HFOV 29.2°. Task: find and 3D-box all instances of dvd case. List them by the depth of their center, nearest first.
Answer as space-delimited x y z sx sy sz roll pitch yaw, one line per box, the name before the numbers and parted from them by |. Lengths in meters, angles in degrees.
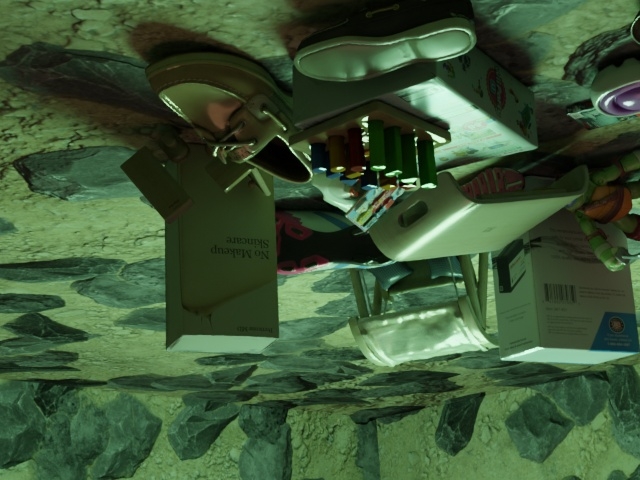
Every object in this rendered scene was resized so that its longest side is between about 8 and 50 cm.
dvd case | 0.444 -0.199 1.864 0.119 0.013 0.087 -16 159 32

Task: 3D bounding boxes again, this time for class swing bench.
swing bench | 0.193 0.097 2.358 0.253 0.254 0.165 -14 160 29

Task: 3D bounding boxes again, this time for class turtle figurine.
turtle figurine | 0.541 -0.049 2.065 0.266 0.197 0.275 6 164 -43

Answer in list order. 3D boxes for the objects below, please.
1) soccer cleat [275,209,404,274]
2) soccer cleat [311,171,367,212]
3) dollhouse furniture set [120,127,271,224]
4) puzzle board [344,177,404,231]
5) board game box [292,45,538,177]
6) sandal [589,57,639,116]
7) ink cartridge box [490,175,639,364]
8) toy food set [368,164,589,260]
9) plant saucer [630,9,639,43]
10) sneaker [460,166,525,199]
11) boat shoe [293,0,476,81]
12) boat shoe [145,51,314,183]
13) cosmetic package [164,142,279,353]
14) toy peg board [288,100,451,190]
soccer cleat | 0.000 0.000 2.254 0.331 0.116 0.143 3 -169 10
soccer cleat | 0.047 -0.080 2.097 0.076 0.068 0.196 7 167 21
dollhouse furniture set | -0.187 -0.092 1.863 0.151 0.144 0.123 -41 162 -4
puzzle board | 0.102 -0.073 2.070 0.128 0.011 0.096 -48 154 4
board game box | 0.136 -0.186 1.707 0.224 0.097 0.303 -13 159 31
sandal | 0.581 -0.218 1.678 0.416 0.102 0.169 -13 160 28
ink cartridge box | 0.429 0.057 2.190 0.223 0.307 0.129 5 163 -27
toy food set | 0.256 -0.059 1.970 0.306 0.092 0.220 -6 159 -36
plant saucer | 0.476 -0.289 1.554 0.168 0.029 0.168 -3 164 -1
sneaker | 0.299 -0.083 2.132 0.075 0.063 0.170 1 162 -38
boat shoe | 0.078 -0.253 1.518 0.228 0.068 0.081 -8 150 14
boat shoe | -0.106 -0.165 1.696 0.122 0.110 0.341 -15 160 33
cosmetic package | -0.158 0.015 1.929 0.160 0.309 0.113 3 161 -21
toy peg board | 0.069 -0.107 1.659 0.161 0.079 0.161 -19 156 39
